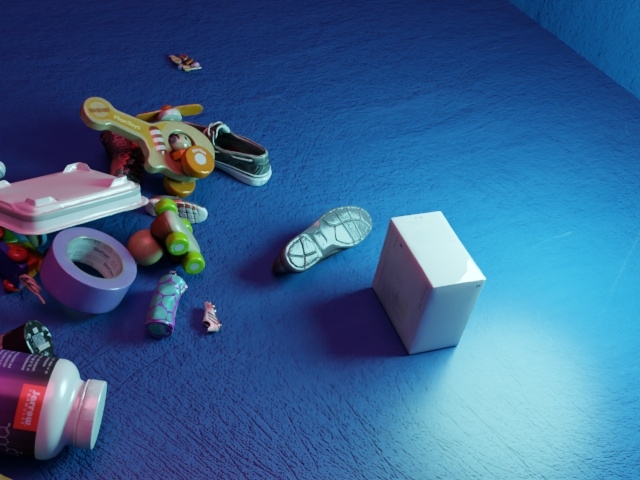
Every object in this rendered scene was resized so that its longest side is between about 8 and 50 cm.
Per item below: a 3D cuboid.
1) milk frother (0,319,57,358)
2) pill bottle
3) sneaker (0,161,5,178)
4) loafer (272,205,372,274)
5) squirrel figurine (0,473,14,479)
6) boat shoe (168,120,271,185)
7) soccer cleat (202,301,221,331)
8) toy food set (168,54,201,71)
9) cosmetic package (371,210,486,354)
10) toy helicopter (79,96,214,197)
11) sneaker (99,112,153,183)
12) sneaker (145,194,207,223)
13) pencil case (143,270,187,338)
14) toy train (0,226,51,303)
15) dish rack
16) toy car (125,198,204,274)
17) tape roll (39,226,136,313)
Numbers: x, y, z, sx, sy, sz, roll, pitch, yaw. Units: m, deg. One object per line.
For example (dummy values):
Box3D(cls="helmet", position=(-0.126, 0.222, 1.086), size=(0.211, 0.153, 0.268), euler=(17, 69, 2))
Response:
Box3D(cls="milk frother", position=(-0.582, 0.246, 1.486), size=(0.134, 0.129, 0.143), euler=(-24, 76, 12))
Box3D(cls="pill bottle", position=(-0.560, 0.289, 1.362), size=(0.322, 0.182, 0.182), euler=(10, 42, -8))
Box3D(cls="sneaker", position=(-0.909, -0.152, 1.860), size=(0.258, 0.094, 0.091), euler=(-2, 62, -8))
Box3D(cls="loafer", position=(0.000, 0.000, 1.871), size=(0.302, 0.095, 0.109), euler=(-29, 90, -39))
Box3D(cls="squirrel figurine", position=(-0.719, 0.462, 1.144), size=(0.396, 0.281, 0.371), euler=(8, 51, 17))
Box3D(cls="boat shoe", position=(-0.276, -0.269, 2.080), size=(0.335, 0.119, 0.121), euler=(23, 44, 13))
Box3D(cls="soccer cleat", position=(-0.248, 0.169, 1.682), size=(0.035, 0.029, 0.083), euler=(-10, 51, -27))
Box3D(cls="toy food set", position=(-0.432, -0.569, 2.447), size=(0.077, 0.019, 0.122), euler=(-15, 40, -26))
Box3D(cls="cosmetic package", position=(0.235, 0.095, 1.716), size=(0.138, 0.224, 0.225), euler=(-9, 46, -21))
Box3D(cls="toy helicopter", position=(-0.429, -0.279, 1.926), size=(0.355, 0.140, 0.235), euler=(23, 53, -26))
Box3D(cls="sneaker", position=(-0.525, -0.234, 2.011), size=(0.135, 0.098, 0.276), euler=(1, 48, 4))
Box3D(cls="sneaker", position=(-0.359, -0.091, 1.918), size=(0.157, 0.061, 0.065), euler=(12, 36, 0))
Box3D(cls="pencil case", position=(-0.338, 0.142, 1.665), size=(0.070, 0.065, 0.152), euler=(-3, 42, 9))
Box3D(cls="toy train", position=(-0.629, 0.052, 1.687), size=(0.248, 0.105, 0.143), euler=(36, 33, 23))
Box3D(cls="dish rack", position=(-0.605, -0.109, 1.774), size=(0.285, 0.072, 0.332), euler=(18, 28, 36))
Box3D(cls="toy car", position=(-0.388, 0.023, 1.768), size=(0.188, 0.149, 0.155), euler=(-29, 46, 0))
Box3D(cls="tape roll", position=(-0.503, 0.063, 1.651), size=(0.189, 0.080, 0.189), euler=(28, 30, -18))
